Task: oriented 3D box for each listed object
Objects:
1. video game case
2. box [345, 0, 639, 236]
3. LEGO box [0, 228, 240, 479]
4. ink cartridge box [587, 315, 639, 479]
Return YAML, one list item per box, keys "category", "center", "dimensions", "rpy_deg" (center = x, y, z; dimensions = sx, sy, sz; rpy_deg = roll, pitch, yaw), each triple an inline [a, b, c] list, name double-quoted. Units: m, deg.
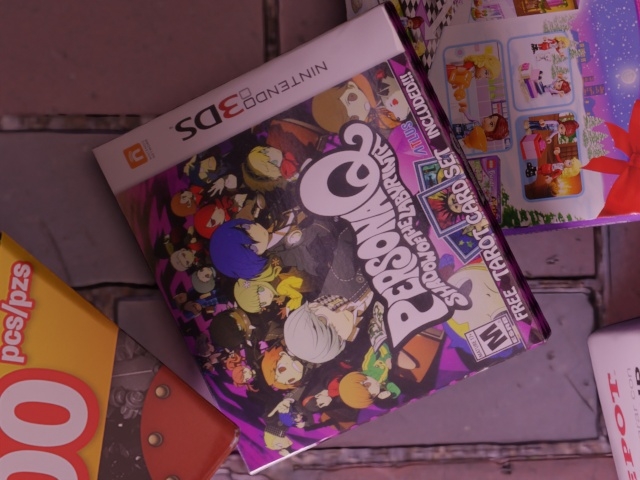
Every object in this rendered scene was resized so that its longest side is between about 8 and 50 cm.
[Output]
- category: "video game case"
  center: [0.000, 0.000, 1.184]
  dimensions: [0.210, 0.042, 0.232]
  rpy_deg: [-25, 92, 14]
- category: "box"
  center: [0.118, -0.150, 1.209]
  dimensions: [0.201, 0.057, 0.293]
  rpy_deg: [-6, 87, 18]
- category: "LEGO box"
  center: [-0.349, 0.182, 1.059]
  dimensions: [0.372, 0.193, 0.500]
  rpy_deg: [40, 79, -7]
- category: "ink cartridge box"
  center: [0.317, 0.168, 1.104]
  dimensions: [0.166, 0.395, 0.285]
  rpy_deg: [-12, 89, -11]
